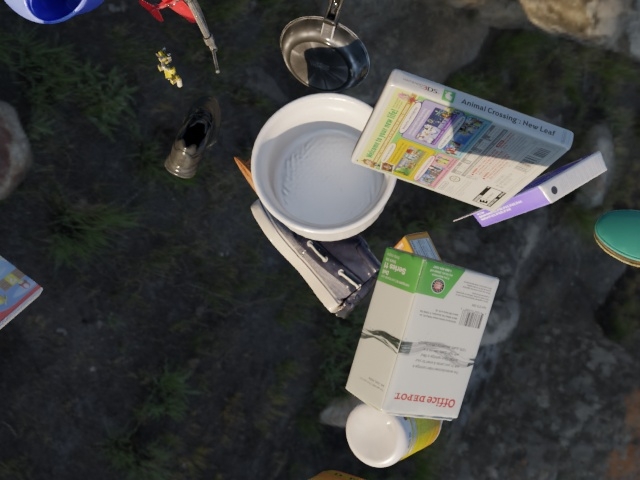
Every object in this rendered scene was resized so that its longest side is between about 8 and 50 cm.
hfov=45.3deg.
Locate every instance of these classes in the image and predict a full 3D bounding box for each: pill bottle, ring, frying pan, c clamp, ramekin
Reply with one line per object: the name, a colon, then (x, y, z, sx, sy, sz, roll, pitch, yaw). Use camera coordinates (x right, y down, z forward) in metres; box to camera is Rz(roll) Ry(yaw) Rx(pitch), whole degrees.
pill bottle: (0.143, 0.328, 1.381, 0.215, 0.117, 0.117, 2, 98, -58)
ring: (-0.110, -0.087, 1.972, 0.032, 0.336, 0.337, -37, 130, -5)
frying pan: (0.036, -0.398, 1.535, 0.197, 0.326, 0.053, 32, 59, -17)
c clamp: (-0.202, -0.376, 1.253, 0.022, 0.137, 0.161, -21, 143, 3)
ramekin: (0.012, -0.131, 1.483, 0.135, 0.277, 0.277, 74, 38, -75)

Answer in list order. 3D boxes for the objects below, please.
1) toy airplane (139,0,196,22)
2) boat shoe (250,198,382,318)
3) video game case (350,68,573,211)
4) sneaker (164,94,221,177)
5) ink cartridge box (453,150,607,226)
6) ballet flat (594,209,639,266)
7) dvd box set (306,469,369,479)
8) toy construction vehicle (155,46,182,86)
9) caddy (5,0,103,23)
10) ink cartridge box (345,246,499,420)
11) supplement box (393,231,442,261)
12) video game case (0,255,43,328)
toy airplane: (-0.344, -0.524, 1.691, 0.151, 0.151, 0.028, 44, 63, -45)
boat shoe: (0.000, 0.000, 1.721, 0.158, 0.340, 0.127, -43, 167, 8)
video game case: (0.144, -0.103, 0.851, 0.212, 0.193, 0.023, 119, -10, -73)
sneaker: (-0.318, -0.295, 2.024, 0.109, 0.130, 0.286, 21, 49, -11)
ink cartridge box: (0.378, -0.080, 1.392, 0.208, 0.206, 0.045, -25, 89, -25)
ballet flat: (0.694, 0.020, 1.493, 0.123, 0.348, 0.123, -6, 101, -30)
dvd box set: (0.071, 0.219, 0.386, 0.420, 0.307, 0.062, 22, 82, -71)
toy construction vehicle: (-0.386, -0.432, 1.924, 0.035, 0.098, 0.086, -29, 154, -17)
caddy: (-0.550, -0.626, 1.611, 0.341, 0.241, 0.179, -53, -177, 23)
ink cartridge box: (0.139, 0.129, 1.048, 0.153, 0.086, 0.209, 16, 92, -36)
supplement box: (0.247, 0.099, 1.745, 0.080, 0.078, 0.234, -6, 61, -30)
video game case: (-0.678, 0.055, 1.394, 0.285, 0.025, 0.204, 39, 29, -5)
